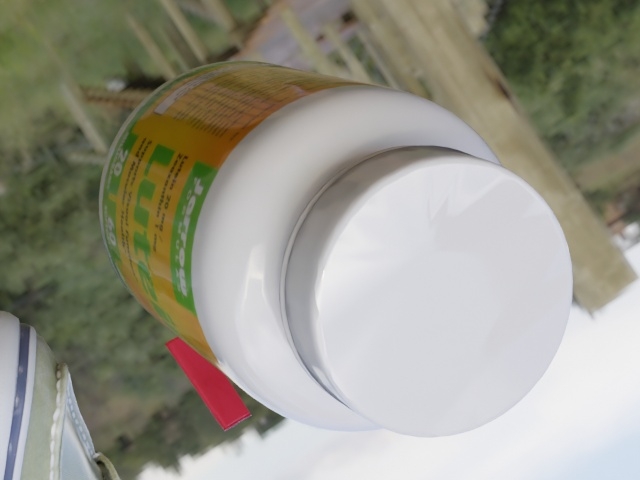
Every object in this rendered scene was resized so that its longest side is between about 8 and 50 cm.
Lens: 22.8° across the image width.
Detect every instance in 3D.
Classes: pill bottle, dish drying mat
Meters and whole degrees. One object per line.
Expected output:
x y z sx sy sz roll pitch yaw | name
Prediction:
0.000 0.000 0.660 0.136 0.136 0.245 -33 -160 -13 | pill bottle
-0.088 0.110 1.246 0.032 0.083 0.008 -25 167 -48 | dish drying mat

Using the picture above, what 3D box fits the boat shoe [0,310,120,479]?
-0.114 0.142 0.686 0.094 0.109 0.302 2 136 -4 | boat shoe
